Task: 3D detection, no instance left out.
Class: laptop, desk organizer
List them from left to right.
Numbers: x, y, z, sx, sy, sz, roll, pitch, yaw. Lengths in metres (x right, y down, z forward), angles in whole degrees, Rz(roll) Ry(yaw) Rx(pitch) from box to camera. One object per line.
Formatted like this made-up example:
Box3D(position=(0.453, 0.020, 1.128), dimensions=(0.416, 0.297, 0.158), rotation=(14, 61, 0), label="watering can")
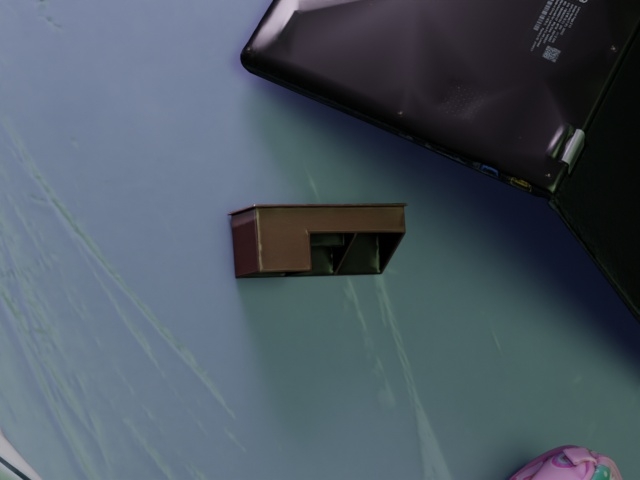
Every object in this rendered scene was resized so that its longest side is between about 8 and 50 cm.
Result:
Box3D(position=(0.000, 0.000, 1.359), dimensions=(0.130, 0.047, 0.050), rotation=(-1, 84, -28), label="desk organizer")
Box3D(position=(0.206, -0.160, 1.482), dimensions=(0.408, 0.236, 0.382), rotation=(24, 67, 13), label="laptop")

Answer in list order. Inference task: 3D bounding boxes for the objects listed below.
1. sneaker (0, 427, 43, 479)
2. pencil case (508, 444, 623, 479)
Box3D(position=(-0.254, 0.086, 1.180), dimensions=(0.258, 0.094, 0.091), rotation=(46, 68, -12), label="sneaker")
Box3D(position=(0.248, 0.289, 1.392), dimensions=(0.284, 0.124, 0.124), rotation=(49, 63, -10), label="pencil case")
